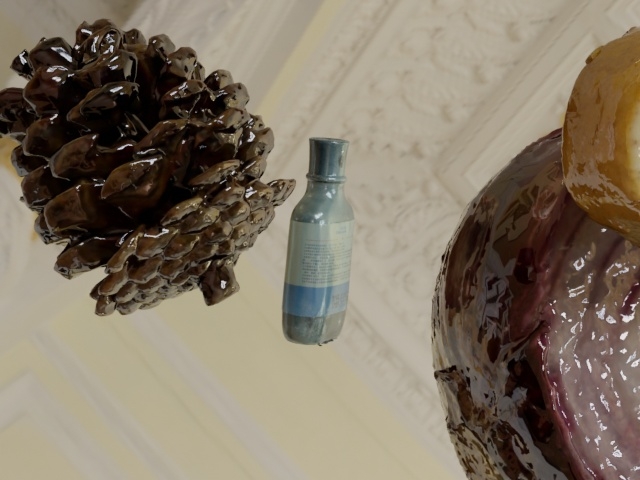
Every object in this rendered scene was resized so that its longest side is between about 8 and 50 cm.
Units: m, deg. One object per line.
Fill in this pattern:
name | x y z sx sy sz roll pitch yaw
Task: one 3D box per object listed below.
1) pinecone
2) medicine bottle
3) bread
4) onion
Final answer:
pinecone | -0.146 -0.064 1.078 0.273 0.224 0.224 56 -39 18
medicine bottle | 0.000 0.000 1.329 0.053 0.090 0.209 9 -80 27
bread | 0.195 -0.050 0.676 0.073 0.149 0.122 20 -87 62
onion | 0.209 0.085 0.869 0.337 0.281 0.260 59 -16 -3
